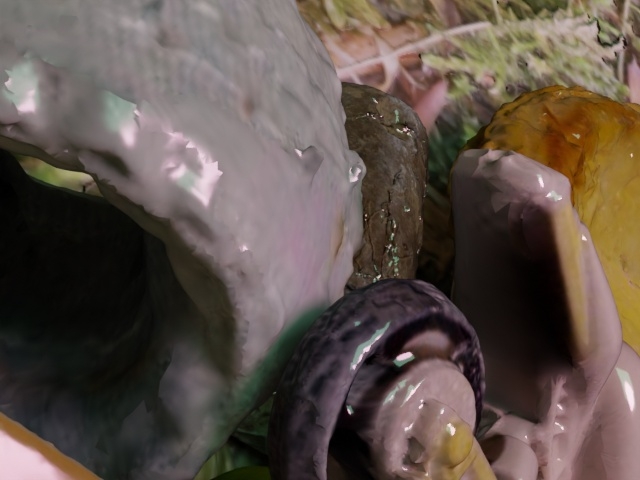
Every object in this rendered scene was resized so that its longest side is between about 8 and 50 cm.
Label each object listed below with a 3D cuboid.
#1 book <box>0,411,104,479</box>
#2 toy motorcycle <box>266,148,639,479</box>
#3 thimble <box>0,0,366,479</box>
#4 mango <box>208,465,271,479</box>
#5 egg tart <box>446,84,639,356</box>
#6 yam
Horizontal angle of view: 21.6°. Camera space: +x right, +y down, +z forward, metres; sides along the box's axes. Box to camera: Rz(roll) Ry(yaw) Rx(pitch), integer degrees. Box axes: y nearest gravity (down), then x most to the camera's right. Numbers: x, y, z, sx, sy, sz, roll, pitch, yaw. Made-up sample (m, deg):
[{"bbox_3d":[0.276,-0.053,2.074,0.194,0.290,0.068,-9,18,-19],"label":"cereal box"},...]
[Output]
[{"bbox_3d":[-0.181,0.205,0.449,0.269,0.032,0.389,38,58,-21],"label":"book"},{"bbox_3d":[0.088,0.118,0.665,0.223,0.108,0.340,-44,133,-27],"label":"toy motorcycle"},{"bbox_3d":[-0.107,-0.023,0.601,0.250,0.205,0.172,19,41,-3],"label":"thimble"},{"bbox_3d":[-0.043,0.154,0.642,0.163,0.089,0.117,-14,78,-48],"label":"mango"},{"bbox_3d":[0.162,0.058,0.888,0.294,0.123,0.294,29,44,-32],"label":"egg tart"},{"bbox_3d":[0.000,0.000,0.784,0.107,0.107,0.183,36,41,-21],"label":"yam"}]
